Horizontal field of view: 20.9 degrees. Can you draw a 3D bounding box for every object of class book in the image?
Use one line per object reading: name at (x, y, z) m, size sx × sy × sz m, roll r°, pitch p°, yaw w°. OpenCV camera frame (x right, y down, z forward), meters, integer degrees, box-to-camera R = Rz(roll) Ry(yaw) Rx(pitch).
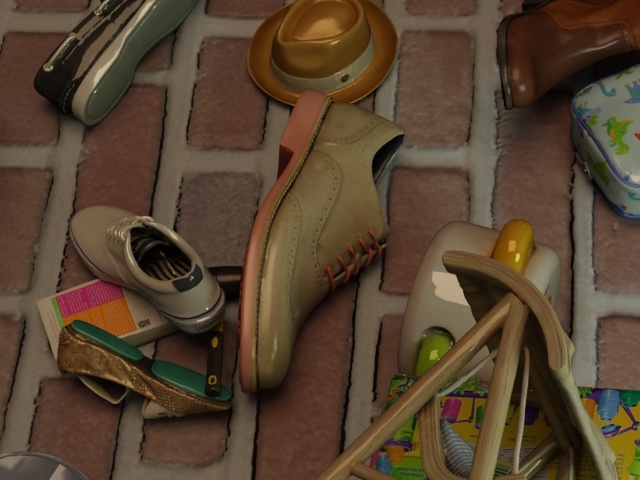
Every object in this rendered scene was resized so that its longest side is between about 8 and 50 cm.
book at (-0.245, 0.084, 1.994) m, size 0.144 × 0.035 × 0.096 m, roll -19°, pitch 55°, yaw -8°

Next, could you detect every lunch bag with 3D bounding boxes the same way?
lunch bag at (0.413, -0.126, 2.034) m, size 0.219 × 0.090 × 0.176 m, roll -23°, pitch 57°, yaw -9°

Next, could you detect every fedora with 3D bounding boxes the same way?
fedora at (0.000, -0.253, 2.158) m, size 0.194 × 0.079 × 0.194 m, roll -3°, pitch 58°, yaw 4°

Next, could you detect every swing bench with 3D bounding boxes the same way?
swing bench at (0.153, 0.189, 1.514) m, size 0.165 × 0.253 × 0.255 m, roll 19°, pitch 66°, yaw 32°

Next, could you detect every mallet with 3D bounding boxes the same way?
mallet at (-0.126, 0.100, 1.947) m, size 0.062 × 0.039 × 0.190 m, roll 1°, pitch 44°, yaw 9°

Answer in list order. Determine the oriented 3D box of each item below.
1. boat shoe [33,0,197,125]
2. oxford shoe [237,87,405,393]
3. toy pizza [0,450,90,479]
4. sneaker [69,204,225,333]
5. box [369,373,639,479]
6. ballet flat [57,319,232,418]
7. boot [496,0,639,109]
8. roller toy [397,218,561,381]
boat shoe at (-0.242, -0.283, 2.178) m, size 0.091 × 0.114 × 0.302 m, roll 30°, pitch 64°, yaw 15°
oxford shoe at (0.000, 0.000, 1.967) m, size 0.146 × 0.140 × 0.397 m, roll 13°, pitch 62°, yaw 5°
toy pizza at (-0.326, 0.320, 1.851) m, size 0.201 × 0.032 × 0.201 m, roll -2°, pitch 57°, yaw 3°
sneaker at (-0.200, 0.008, 1.969) m, size 0.094 × 0.091 × 0.258 m, roll -38°, pitch 46°, yaw -25°
box at (0.196, 0.299, 1.694) m, size 0.290 × 0.177 × 0.279 m, roll 2°, pitch 57°, yaw 24°
ballet flat at (-0.199, 0.157, 1.924) m, size 0.206 × 0.073 × 0.067 m, roll 25°, pitch 103°, yaw 6°
boot at (0.360, -0.228, 2.037) m, size 0.280 × 0.096 × 0.264 m, roll 1°, pitch 22°, yaw 23°
roller toy at (0.179, 0.083, 1.861) m, size 0.146 × 0.191 × 0.209 m, roll 16°, pitch 85°, yaw 14°
